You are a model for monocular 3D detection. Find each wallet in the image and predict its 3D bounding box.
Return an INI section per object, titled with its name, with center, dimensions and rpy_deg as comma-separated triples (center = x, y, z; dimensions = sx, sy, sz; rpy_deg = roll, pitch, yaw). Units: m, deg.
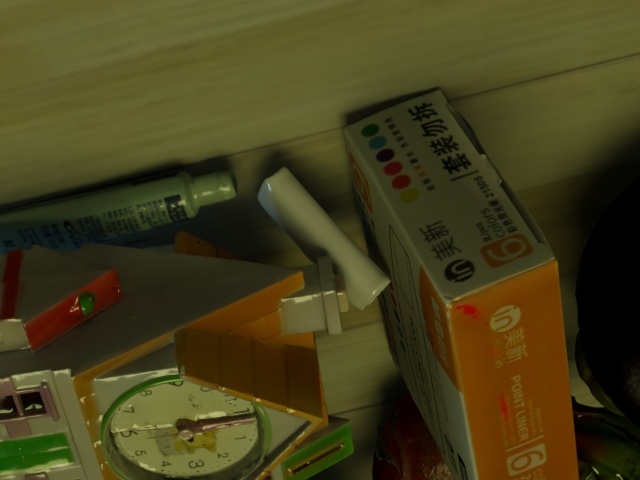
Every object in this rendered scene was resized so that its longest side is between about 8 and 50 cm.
[wallet]
center = 0.000, 0.000, 1.097
dimensions = 0.025, 0.122, 0.061
rpy_deg = -41, 175, -19

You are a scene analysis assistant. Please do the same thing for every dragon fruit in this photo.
[dragon fruit]
center = 0.162, 0.213, 1.252
dimensions = 0.198, 0.269, 0.200
rpy_deg = 7, 102, -53

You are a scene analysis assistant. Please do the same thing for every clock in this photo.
[clock]
center = -0.125, 0.111, 1.086
dimensions = 0.309, 0.166, 0.235
rpy_deg = -9, 128, 0

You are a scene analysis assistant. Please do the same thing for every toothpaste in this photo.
[toothpaste]
center = -0.169, -0.020, 1.102
dimensions = 0.216, 0.037, 0.062
rpy_deg = -14, 133, 9

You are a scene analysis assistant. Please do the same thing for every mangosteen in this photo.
[mangosteen]
center = 0.337, 0.062, 1.133
dimensions = 0.287, 0.233, 0.287
rpy_deg = -25, 136, -27

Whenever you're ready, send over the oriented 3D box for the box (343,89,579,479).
[box]
center = 0.109, 0.054, 1.092
dimensions = 0.091, 0.221, 0.274
rpy_deg = -20, 131, -8
